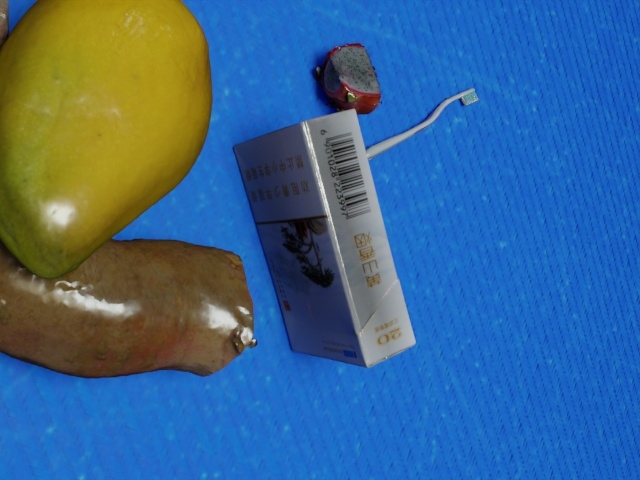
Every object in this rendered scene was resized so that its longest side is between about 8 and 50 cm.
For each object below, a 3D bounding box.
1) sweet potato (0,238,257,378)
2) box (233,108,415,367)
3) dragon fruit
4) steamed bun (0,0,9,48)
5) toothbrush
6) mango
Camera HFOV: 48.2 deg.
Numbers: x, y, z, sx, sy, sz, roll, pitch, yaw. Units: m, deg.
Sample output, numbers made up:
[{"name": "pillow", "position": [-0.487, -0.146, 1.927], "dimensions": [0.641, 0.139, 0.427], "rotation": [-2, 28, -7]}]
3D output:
[{"name": "sweet potato", "position": [-0.219, 0.045, 0.590], "dimensions": [0.337, 0.131, 0.131], "rotation": [11, 83, -30]}, {"name": "box", "position": [0.000, 0.001, 0.708], "dimensions": [0.067, 0.149, 0.233], "rotation": [-19, 98, -28]}, {"name": "dragon fruit", "position": [0.027, -0.170, 0.785], "dimensions": [0.056, 0.060, 0.083], "rotation": [-8, 66, -25]}, {"name": "steamed bun", "position": [-0.320, -0.153, 0.543], "dimensions": [0.145, 0.106, 0.175], "rotation": [23, 74, -29]}, {"name": "toothbrush", "position": [0.120, -0.142, 0.863], "dimensions": [0.204, 0.017, 0.022], "rotation": [-31, 85, -29]}, {"name": "mango", "position": [-0.176, -0.110, 0.586], "dimensions": [0.176, 0.119, 0.317], "rotation": [42, 46, -31]}]
